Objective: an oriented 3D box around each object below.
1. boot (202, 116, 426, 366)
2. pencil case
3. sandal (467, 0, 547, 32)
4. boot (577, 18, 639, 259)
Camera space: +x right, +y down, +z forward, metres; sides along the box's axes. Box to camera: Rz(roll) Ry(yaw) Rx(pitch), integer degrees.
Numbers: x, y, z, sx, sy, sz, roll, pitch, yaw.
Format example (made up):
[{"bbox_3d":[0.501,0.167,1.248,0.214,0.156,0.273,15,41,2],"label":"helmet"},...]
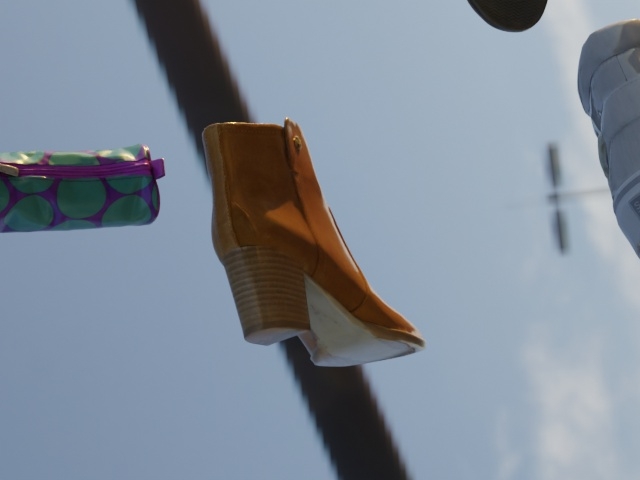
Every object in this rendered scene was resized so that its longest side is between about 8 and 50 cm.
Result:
[{"bbox_3d":[-0.001,0.000,1.805,0.295,0.104,0.211,19,-122,-57],"label":"boot"},{"bbox_3d":[-0.198,-0.040,1.474,0.152,0.070,0.064,-3,-116,-23],"label":"pencil case"},{"bbox_3d":[0.171,-0.290,1.725,0.060,0.090,0.219,-91,8,-70],"label":"sandal"},{"bbox_3d":[0.211,-0.027,1.043,0.258,0.095,0.123,42,-150,-58],"label":"boot"}]
